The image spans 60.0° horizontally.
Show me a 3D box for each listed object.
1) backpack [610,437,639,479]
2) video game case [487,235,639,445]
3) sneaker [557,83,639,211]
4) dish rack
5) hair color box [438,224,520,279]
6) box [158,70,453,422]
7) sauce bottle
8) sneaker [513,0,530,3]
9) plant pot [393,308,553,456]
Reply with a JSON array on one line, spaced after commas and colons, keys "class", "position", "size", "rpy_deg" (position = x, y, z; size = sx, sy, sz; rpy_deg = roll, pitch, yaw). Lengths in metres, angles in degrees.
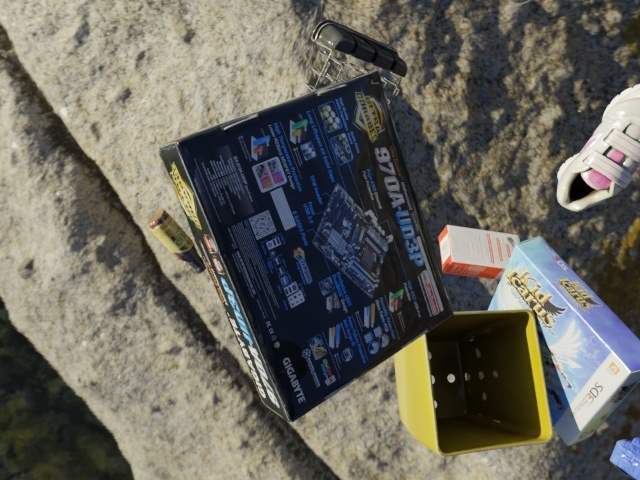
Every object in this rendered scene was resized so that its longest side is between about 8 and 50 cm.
[{"class": "backpack", "position": [0.772, 0.523, 1.328], "size": [0.098, 0.120, 0.101], "rpy_deg": [20, 89, -27]}, {"class": "video game case", "position": [0.399, 0.172, 0.949], "size": [0.061, 0.269, 0.244], "rpy_deg": [-15, 139, -19]}, {"class": "sneaker", "position": [0.473, -0.133, 0.894], "size": [0.103, 0.111, 0.252], "rpy_deg": [29, 139, 9]}, {"class": "dish rack", "position": [0.039, -0.261, 1.078], "size": [0.208, 0.074, 0.271], "rpy_deg": [8, 120, -38]}, {"class": "hair color box", "position": [0.341, 0.028, 1.175], "size": [0.167, 0.093, 0.053], "rpy_deg": [7, 147, -9]}, {"class": "box", "position": [0.000, 0.000, 0.433], "size": [0.175, 0.051, 0.220], "rpy_deg": [-28, 106, -26]}, {"class": "sauce bottle", "position": [-0.240, 0.004, 0.944], "size": [0.042, 0.042, 0.128], "rpy_deg": [-30, 122, 12]}, {"class": "sneaker", "position": [0.312, -0.522, 0.900], "size": [0.127, 0.126, 0.321], "rpy_deg": [-32, 147, -11]}, {"class": "plant pot", "position": [0.235, 0.238, 0.952], "size": [0.212, 0.187, 0.212], "rpy_deg": [0, 76, -19]}]
